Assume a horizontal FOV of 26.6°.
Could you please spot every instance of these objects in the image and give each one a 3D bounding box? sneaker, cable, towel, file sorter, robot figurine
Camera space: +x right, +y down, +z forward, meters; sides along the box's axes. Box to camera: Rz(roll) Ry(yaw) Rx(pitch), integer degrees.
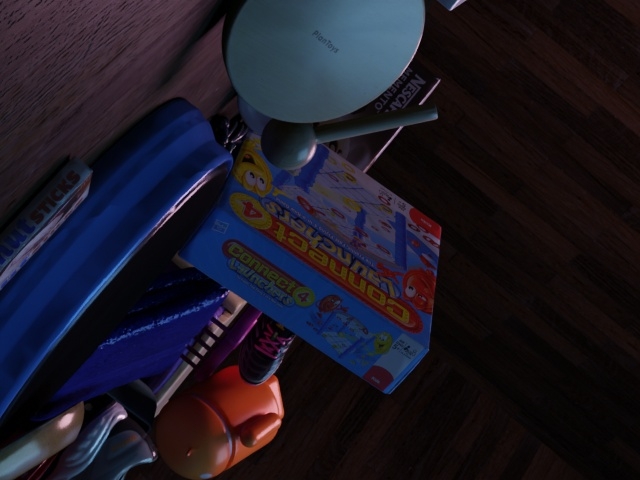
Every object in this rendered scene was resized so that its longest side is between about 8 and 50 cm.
[{"bbox_3d":[-0.060,0.124,1.877,0.170,0.063,0.075,-57,-178,-6],"label":"sneaker"},{"bbox_3d":[-0.155,-0.072,1.602,0.184,0.047,0.150,-53,-176,7],"label":"cable"},{"bbox_3d":[-0.252,0.121,1.685,0.228,0.076,0.308,-21,167,-29],"label":"towel"},{"bbox_3d":[-0.153,0.044,1.909,0.202,0.182,0.290,-51,-179,-21],"label":"file sorter"},{"bbox_3d":[-0.314,0.331,1.709,0.271,0.108,0.100,-50,-178,10],"label":"sneaker"},{"bbox_3d":[-0.146,0.257,1.910,0.219,0.158,0.128,-26,150,-49],"label":"robot figurine"}]

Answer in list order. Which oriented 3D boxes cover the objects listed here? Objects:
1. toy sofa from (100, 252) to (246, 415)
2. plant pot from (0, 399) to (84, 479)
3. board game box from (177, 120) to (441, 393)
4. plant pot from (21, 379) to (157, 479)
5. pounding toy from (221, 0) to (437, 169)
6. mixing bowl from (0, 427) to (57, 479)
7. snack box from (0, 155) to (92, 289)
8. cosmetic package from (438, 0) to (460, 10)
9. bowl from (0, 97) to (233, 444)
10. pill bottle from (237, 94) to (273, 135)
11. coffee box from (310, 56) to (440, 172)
[{"bbox_3d":[-0.274,0.169,2.314,0.362,0.150,0.177,-51,175,31],"label":"toy sofa"},{"bbox_3d":[-0.322,0.225,1.287,0.236,0.032,0.236,-30,179,-1],"label":"plant pot"},{"bbox_3d":[0.000,0.000,1.691,0.086,0.308,0.302,-50,-167,28],"label":"board game box"},{"bbox_3d":[-0.340,0.247,1.971,0.166,0.165,0.234,-51,-175,9],"label":"plant pot"},{"bbox_3d":[-0.005,-0.191,1.214,0.183,0.110,0.237,-22,138,-4],"label":"pounding toy"},{"bbox_3d":[-0.414,0.292,1.672,0.181,0.098,0.181,-50,180,0],"label":"mixing bowl"},{"bbox_3d":[-0.239,0.013,1.026,0.178,0.022,0.064,-51,-179,-21],"label":"snack box"},{"bbox_3d":[0.186,-0.407,1.612,0.224,0.138,0.224,-52,179,19],"label":"cosmetic package"},{"bbox_3d":[-0.223,0.039,1.291,0.391,0.077,0.391,-51,180,0],"label":"bowl"},{"bbox_3d":[-0.034,-0.185,1.599,0.078,0.078,0.137,-51,180,42],"label":"pill bottle"},{"bbox_3d":[0.026,-0.182,2.115,0.297,0.168,0.119,-50,179,-11],"label":"coffee box"}]
